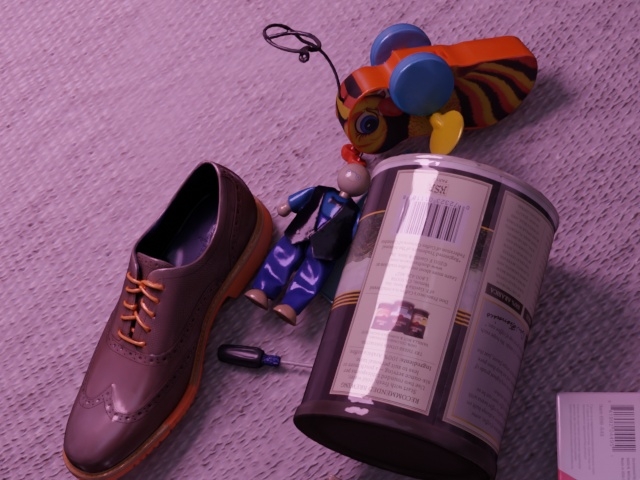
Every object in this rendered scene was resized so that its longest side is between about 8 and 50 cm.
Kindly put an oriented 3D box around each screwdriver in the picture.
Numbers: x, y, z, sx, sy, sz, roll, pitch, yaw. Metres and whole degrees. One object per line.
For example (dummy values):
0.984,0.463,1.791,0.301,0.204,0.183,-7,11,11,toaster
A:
-0.030,0.130,1.381,0.170,0.025,0.024,5,68,18,screwdriver

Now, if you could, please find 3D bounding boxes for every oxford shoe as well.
-0.183,0.078,1.368,0.130,0.133,0.364,16,69,26,oxford shoe

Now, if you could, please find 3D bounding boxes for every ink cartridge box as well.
0.338,0.230,1.237,0.218,0.092,0.158,-2,67,12,ink cartridge box

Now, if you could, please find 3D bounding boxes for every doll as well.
0.000,0.000,1.402,0.129,0.046,0.189,27,79,20,doll

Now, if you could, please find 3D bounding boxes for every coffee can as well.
0.109,0.081,1.283,0.201,0.201,0.275,13,70,15,coffee can

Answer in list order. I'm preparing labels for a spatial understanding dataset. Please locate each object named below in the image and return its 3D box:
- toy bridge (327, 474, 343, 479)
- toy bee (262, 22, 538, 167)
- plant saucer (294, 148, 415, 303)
0.073,0.302,1.291,0.188,0.026,0.063,23,74,19,toy bridge
0.081,-0.157,1.433,0.298,0.162,0.195,11,33,1,toy bee
0.058,-0.014,1.434,0.067,0.018,0.192,40,78,23,plant saucer
